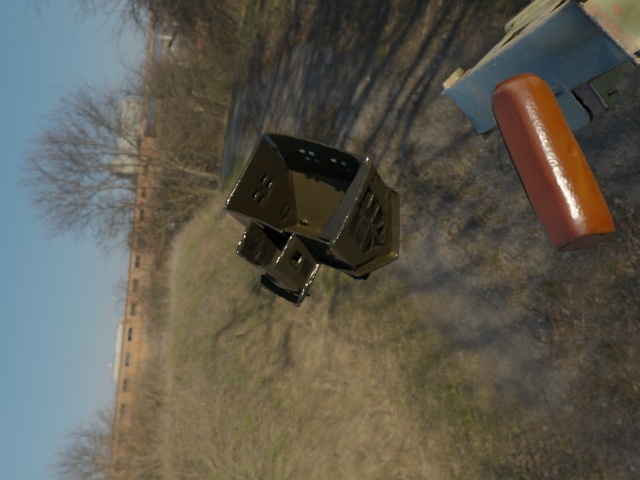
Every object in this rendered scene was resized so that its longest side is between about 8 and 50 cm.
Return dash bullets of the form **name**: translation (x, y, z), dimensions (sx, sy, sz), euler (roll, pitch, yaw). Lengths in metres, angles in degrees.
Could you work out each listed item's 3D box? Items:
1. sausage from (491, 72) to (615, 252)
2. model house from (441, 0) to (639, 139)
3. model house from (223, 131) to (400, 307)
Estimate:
- **sausage**: translation (0.155, -0.056, 0.351), dimensions (0.041, 0.039, 0.131), euler (121, 133, -68)
- **model house**: translation (0.375, -0.296, 0.764), dimensions (0.244, 0.169, 0.326), euler (-48, 9, -17)
- **model house**: translation (0.000, 0.000, 0.757), dimensions (0.204, 0.211, 0.243), euler (-63, -33, -12)
